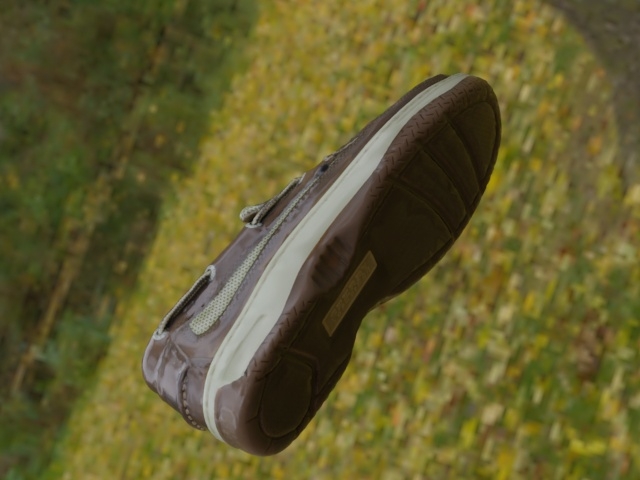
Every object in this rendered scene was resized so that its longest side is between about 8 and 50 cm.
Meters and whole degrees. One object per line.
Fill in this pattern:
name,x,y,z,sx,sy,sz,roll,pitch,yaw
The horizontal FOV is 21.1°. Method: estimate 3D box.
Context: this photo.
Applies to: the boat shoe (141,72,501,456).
boat shoe,-0.002,-0.006,0.916,0.257,0.095,0.095,-49,-41,-31
